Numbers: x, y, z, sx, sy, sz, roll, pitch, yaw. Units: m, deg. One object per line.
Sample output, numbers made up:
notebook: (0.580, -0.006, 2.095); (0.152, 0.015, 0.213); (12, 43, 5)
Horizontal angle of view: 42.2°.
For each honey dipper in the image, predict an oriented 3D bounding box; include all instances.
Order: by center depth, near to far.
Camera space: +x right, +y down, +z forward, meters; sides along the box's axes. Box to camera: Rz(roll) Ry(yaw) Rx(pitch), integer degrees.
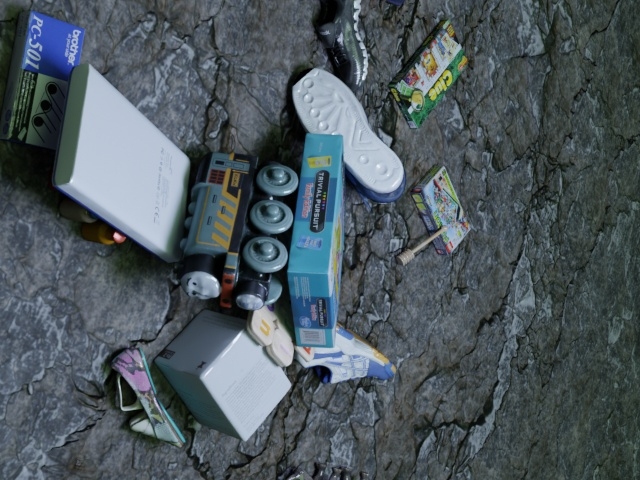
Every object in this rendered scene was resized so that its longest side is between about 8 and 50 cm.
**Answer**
honey dipper: (0.254, 0.010, 2.040); (0.161, 0.030, 0.030); (-33, 119, -21)

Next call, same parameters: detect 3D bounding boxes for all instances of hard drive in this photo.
hard drive: (-0.317, -0.116, 1.373); (0.318, 0.040, 0.210); (47, 40, -59)

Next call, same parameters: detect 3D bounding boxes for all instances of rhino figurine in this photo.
rhino figurine: (0.009, 0.563, 1.878); (0.243, 0.073, 0.106); (23, 77, -42)

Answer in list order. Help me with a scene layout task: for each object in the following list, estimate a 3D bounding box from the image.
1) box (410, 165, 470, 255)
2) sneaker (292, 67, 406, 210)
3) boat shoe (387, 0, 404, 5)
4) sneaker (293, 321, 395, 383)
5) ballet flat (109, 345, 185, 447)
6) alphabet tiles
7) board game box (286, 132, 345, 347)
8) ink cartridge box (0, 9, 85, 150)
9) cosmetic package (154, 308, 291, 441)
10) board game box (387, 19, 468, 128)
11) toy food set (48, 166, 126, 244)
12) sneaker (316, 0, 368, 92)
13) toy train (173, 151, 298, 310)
box: (0.306, -0.074, 2.099); (0.114, 0.036, 0.207); (-48, 126, -28)
sneaker: (0.062, -0.211, 1.801); (0.130, 0.236, 0.322); (-40, 83, -1)
boat shoe: (0.087, -0.625, 1.767); (0.341, 0.158, 0.127); (34, 75, -12)
sneaker: (0.049, 0.268, 1.872); (0.296, 0.112, 0.131); (35, 89, -40)
ballet flat: (-0.326, 0.300, 1.525); (0.079, 0.077, 0.221); (-28, 111, -18)
alphabet tiles: (-0.081, 0.100, 1.631); (0.278, 0.021, 0.284); (52, 33, -36)
board game box: (0.000, 0.000, 1.611); (0.253, 0.079, 0.336); (86, 9, -52)
ink cartridge box: (-0.450, -0.255, 1.337); (0.097, 0.046, 0.207); (10, 89, -45)
cosmetic package: (-0.185, 0.256, 1.591); (0.151, 0.151, 0.183); (-47, 126, -31)
board game box: (0.267, -0.406, 2.021); (0.259, 0.030, 0.136); (-53, 130, -25)
toy food set: (-0.378, -0.111, 1.385); (0.111, 0.105, 0.232); (6, 92, -44)
sneaker: (0.039, -0.431, 1.767); (0.106, 0.078, 0.234); (-12, 100, -40)
toy train: (-0.148, -0.022, 1.484); (0.142, 0.190, 0.333); (102, -4, -50)
